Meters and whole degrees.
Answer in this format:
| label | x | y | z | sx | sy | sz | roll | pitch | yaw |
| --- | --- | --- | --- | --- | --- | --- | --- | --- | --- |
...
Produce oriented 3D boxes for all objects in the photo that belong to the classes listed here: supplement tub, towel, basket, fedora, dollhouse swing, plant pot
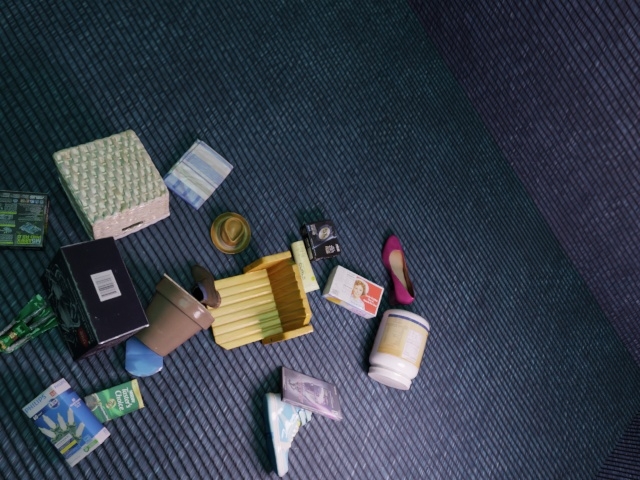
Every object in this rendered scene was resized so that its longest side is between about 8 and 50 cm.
| label | x | y | z | sx | sy | sz | roll | pitch | yaw |
| --- | --- | --- | --- | --- | --- | --- | --- | --- | --- |
| supplement tub | 0.358 | 0.501 | 2.032 | 0.228 | 0.228 | 0.316 | 29 | 65 | -13 |
| towel | -0.554 | -0.301 | 1.988 | 0.209 | 0.034 | 0.285 | 38 | 65 | -11 |
| basket | -0.805 | -0.212 | 1.720 | 0.328 | 0.266 | 0.331 | -28 | 85 | -27 |
| fedora | -0.391 | -0.040 | 1.952 | 0.194 | 0.079 | 0.194 | 7 | 72 | -22 |
| dollhouse swing | -0.269 | 0.261 | 1.813 | 0.305 | 0.315 | 0.347 | -9 | 78 | -37 |
| plant pot | -0.577 | 0.308 | 1.678 | 0.263 | 0.263 | 0.229 | 42 | 73 | -7 |

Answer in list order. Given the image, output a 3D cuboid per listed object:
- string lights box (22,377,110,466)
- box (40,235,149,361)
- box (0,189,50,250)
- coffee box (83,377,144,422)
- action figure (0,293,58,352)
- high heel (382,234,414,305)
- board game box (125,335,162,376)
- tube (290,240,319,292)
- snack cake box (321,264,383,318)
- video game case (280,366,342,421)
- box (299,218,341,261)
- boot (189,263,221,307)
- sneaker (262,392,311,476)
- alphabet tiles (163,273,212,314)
| label | x | y | z | sx | sy | sz | roll | pitch | yaw |
| --- | --- | --- | --- | --- | --- | --- | --- | --- | --- |
| string lights box | -0.870 | 0.623 | 1.511 | 0.133 | 0.077 | 0.260 | -39 | 92 | 1 |
| box | -0.800 | 0.210 | 1.543 | 0.179 | 0.312 | 0.343 | -19 | 81 | -46 |
| box | -1.171 | -0.076 | 1.630 | 0.270 | 0.060 | 0.216 | 2 | 74 | -23 |
| coffee box | -0.758 | 0.593 | 1.616 | 0.184 | 0.040 | 0.113 | -13 | 80 | -27 |
| action figure | -1.062 | 0.318 | 1.559 | 0.232 | 0.063 | 0.137 | -43 | 97 | -25 |
| high heel | 0.408 | 0.136 | 2.193 | 0.127 | 0.181 | 0.377 | 2 | 74 | -23 |
| board game box | -0.683 | 0.443 | 1.700 | 0.133 | 0.033 | 0.169 | 2 | 63 | -25 |
| tube | -0.077 | 0.122 | 2.056 | 0.070 | 0.062 | 0.240 | -17 | 85 | 14 |
| snack cake box | 0.156 | 0.247 | 2.100 | 0.264 | 0.089 | 0.152 | 28 | 63 | -14 |
| video game case | -0.042 | 0.644 | 1.851 | 0.274 | 0.196 | 0.026 | 25 | 108 | -16 |
| box | 0.000 | 0.000 | 2.114 | 0.147 | 0.077 | 0.180 | -10 | 78 | -27 |
| boot | -0.489 | 0.176 | 1.795 | 0.082 | 0.106 | 0.219 | -41 | 66 | 6 |
| sneaker | -0.115 | 0.776 | 1.798 | 0.208 | 0.127 | 0.319 | -3 | 76 | -23 |
| alphabet tiles | -0.526 | 0.218 | 1.746 | 0.237 | 0.198 | 0.009 | 42 | 72 | -7 |
